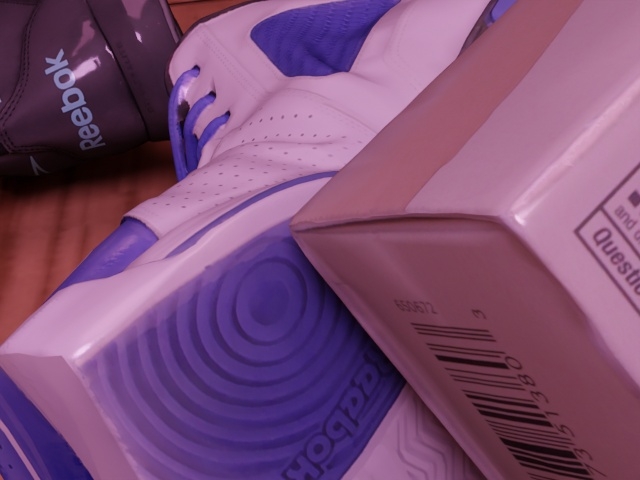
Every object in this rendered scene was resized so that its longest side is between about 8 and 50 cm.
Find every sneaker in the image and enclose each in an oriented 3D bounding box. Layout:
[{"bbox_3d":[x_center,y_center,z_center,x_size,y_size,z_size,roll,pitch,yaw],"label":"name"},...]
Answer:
[{"bbox_3d":[0.001,-0.001,0.653,0.182,0.127,0.315,-1,29,46],"label":"sneaker"},{"bbox_3d":[-0.128,-0.092,0.877,0.106,0.101,0.267,-27,19,-6],"label":"sneaker"}]

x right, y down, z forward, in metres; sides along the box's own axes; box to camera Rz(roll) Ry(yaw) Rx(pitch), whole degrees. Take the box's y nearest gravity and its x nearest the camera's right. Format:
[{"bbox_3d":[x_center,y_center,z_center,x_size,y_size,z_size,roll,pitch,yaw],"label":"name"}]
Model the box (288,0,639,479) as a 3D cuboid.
[{"bbox_3d":[0.159,-0.055,0.525,0.311,0.148,0.121,-43,16,-19],"label":"box"}]
